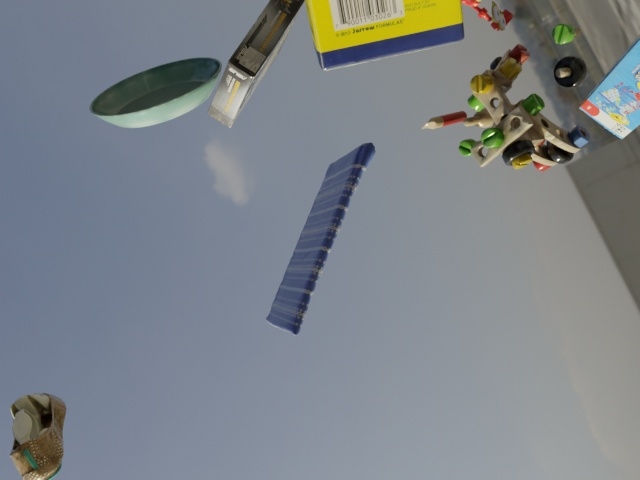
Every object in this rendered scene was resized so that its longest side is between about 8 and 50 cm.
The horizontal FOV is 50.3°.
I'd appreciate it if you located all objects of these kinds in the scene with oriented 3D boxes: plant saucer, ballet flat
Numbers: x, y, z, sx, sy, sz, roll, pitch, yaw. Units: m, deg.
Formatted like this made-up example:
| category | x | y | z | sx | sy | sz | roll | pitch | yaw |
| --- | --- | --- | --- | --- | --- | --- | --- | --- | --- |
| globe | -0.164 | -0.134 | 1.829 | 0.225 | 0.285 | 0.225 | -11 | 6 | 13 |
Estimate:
| category | x | y | z | sx | sy | sz | roll | pitch | yaw |
| --- | --- | --- | --- | --- | --- | --- | --- | --- | --- |
| plant saucer | -0.140 | -0.127 | 0.594 | 0.119 | 0.120 | 0.021 | -79 | -25 | -56 |
| ballet flat | -0.381 | 0.243 | 0.912 | 0.206 | 0.073 | 0.067 | 27 | 145 | 61 |

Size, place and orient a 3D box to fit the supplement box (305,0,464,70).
| category | x | y | z | sx | sy | sz | roll | pitch | yaw |
| --- | --- | --- | --- | --- | --- | --- | --- | --- | --- |
| supplement box | 0.055 | -0.433 | 0.881 | 0.194 | 0.196 | 0.356 | -98 | -4 | -61 |

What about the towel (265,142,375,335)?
| category | x | y | z | sx | sy | sz | roll | pitch | yaw |
| --- | --- | --- | --- | --- | --- | --- | --- | --- | --- |
| towel | 0.000 | 0.000 | 1.185 | 0.040 | 0.335 | 0.243 | 24 | 172 | -11 |

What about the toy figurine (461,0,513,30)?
| category | x | y | z | sx | sy | sz | roll | pitch | yaw |
| --- | --- | --- | --- | --- | --- | --- | --- | --- | --- |
| toy figurine | 0.288 | -0.579 | 1.232 | 0.363 | 0.217 | 0.191 | 31 | -160 | -40 |

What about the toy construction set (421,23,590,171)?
| category | x | y | z | sx | sy | sz | roll | pitch | yaw |
| --- | --- | --- | --- | --- | --- | --- | --- | --- | --- |
| toy construction set | 0.323 | -0.234 | 1.292 | 0.237 | 0.309 | 0.257 | -19 | -82 | -40 |

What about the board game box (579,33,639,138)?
| category | x | y | z | sx | sy | sz | roll | pitch | yaw |
| --- | --- | --- | --- | --- | --- | --- | --- | --- | --- |
| board game box | 0.527 | -0.322 | 0.935 | 0.086 | 0.308 | 0.302 | 40 | 175 | 9 |

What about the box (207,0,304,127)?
| category | x | y | z | sx | sy | sz | roll | pitch | yaw |
| --- | --- | --- | --- | --- | --- | --- | --- | --- | --- |
| box | -0.124 | -0.354 | 1.314 | 0.056 | 0.183 | 0.231 | 31 | -120 | -7 |
